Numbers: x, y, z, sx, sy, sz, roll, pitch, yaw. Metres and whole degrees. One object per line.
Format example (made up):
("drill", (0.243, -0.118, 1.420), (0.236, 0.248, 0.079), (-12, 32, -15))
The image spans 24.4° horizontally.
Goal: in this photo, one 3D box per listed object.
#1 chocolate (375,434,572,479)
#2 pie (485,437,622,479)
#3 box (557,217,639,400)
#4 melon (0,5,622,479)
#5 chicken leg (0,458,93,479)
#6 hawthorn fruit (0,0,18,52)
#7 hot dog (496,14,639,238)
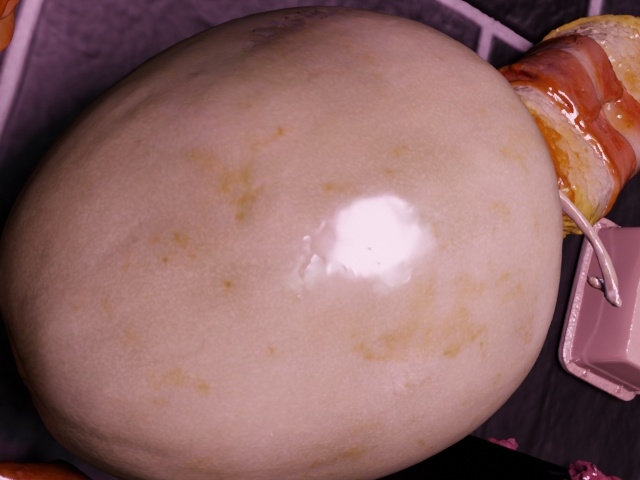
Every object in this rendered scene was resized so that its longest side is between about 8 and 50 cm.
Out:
("chocolate", (0.054, 0.258, 0.802), (0.186, 0.283, 0.283), (49, 59, -32))
("pie", (0.138, 0.235, 1.000), (0.218, 0.054, 0.204), (36, 65, -33))
("box", (0.232, 0.050, 1.082), (0.089, 0.062, 0.122), (27, 69, -34))
("melon", (-0.012, 0.006, 0.768), (0.308, 0.272, 0.272), (-40, 111, -39))
("chicken leg", (-0.196, 0.135, 0.728), (0.304, 0.093, 0.113), (29, 52, -25))
("hawthorn fruit", (-0.249, -0.129, 0.606), (0.261, 0.258, 0.258), (13, 75, 0))
("hot dog", (0.165, -0.074, 1.022), (0.261, 0.093, 0.123), (-37, 101, -50))
